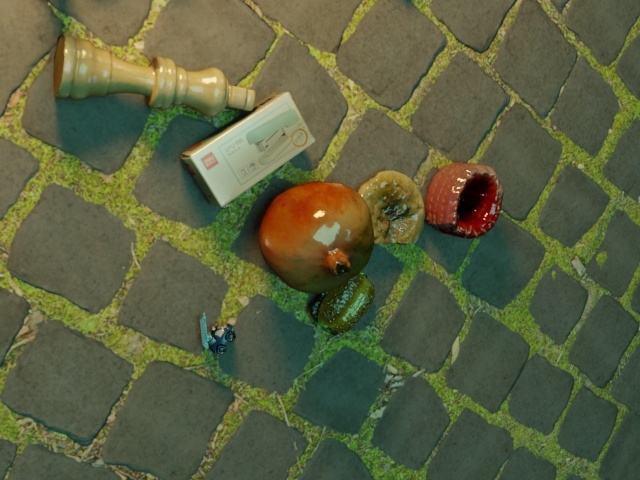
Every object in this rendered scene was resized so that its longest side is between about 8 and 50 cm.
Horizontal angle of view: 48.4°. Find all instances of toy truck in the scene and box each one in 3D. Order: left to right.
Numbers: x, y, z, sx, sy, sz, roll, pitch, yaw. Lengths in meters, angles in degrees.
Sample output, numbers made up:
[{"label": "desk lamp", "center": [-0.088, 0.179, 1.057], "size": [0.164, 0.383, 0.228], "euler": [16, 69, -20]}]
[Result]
[{"label": "toy truck", "center": [-0.237, 0.203, 1.576], "size": [0.090, 0.056, 0.073], "euler": [39, 88, -15]}]

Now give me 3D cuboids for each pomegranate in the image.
[{"label": "pomegranate", "center": [0.000, 0.000, 1.531], "size": [0.252, 0.270, 0.229], "euler": [-28, 120, -12]}]

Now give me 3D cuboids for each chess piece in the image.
[{"label": "chess piece", "center": [-0.312, -0.311, 1.404], "size": [0.397, 0.117, 0.117], "euler": [3, 99, -29]}]

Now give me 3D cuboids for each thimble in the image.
[{"label": "thimble", "center": [0.359, -0.101, 1.775], "size": [0.163, 0.125, 0.190], "euler": [28, 86, -28]}]

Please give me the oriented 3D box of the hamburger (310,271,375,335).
[{"label": "hamburger", "center": [0.056, 0.143, 1.689], "size": [0.137, 0.087, 0.166], "euler": [43, 80, -27]}]

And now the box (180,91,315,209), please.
[{"label": "box", "center": [-0.153, -0.194, 1.521], "size": [0.269, 0.079, 0.135], "euler": [-36, 113, -17]}]

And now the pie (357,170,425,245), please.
[{"label": "pie", "center": [0.166, -0.077, 1.725], "size": [0.218, 0.052, 0.185], "euler": [-4, 97, -29]}]
